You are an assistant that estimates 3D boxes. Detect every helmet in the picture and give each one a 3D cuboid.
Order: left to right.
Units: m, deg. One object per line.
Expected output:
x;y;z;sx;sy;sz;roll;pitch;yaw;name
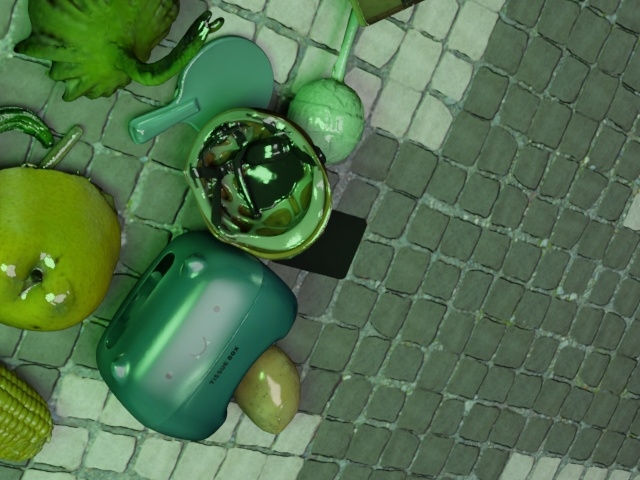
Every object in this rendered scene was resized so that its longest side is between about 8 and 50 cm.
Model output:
-0.079;-0.091;1.514;0.198;0.130;0.224;-37;98;19;helmet

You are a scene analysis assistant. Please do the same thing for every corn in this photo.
-0.505;0.192;1.409;0.131;0.131;0.344;-53;130;-2;corn

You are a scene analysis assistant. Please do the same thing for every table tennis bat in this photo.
-0.169;-0.202;1.509;0.237;0.038;0.149;-31;129;-22;table tennis bat

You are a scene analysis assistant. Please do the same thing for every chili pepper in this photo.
-0.403;-0.152;1.385;0.118;0.035;0.055;2;122;-43;chili pepper

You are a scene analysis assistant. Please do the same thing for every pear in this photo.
-0.371;0.043;1.391;0.267;0.178;0.267;-15;128;-21;pear

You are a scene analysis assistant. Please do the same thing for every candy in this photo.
0.049;-0.327;1.565;0.119;0.119;0.440;13;96;-36;candy

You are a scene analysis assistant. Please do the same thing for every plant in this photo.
-0.262;-0.246;1.262;0.180;0.333;0.251;25;108;-22;plant

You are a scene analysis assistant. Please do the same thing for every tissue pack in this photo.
-0.193;0.129;1.531;0.206;0.198;0.287;38;90;-38;tissue pack

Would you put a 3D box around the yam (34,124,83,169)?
-0.364;-0.111;1.432;0.116;0.021;0.021;-51;127;-5;yam

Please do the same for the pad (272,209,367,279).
0.000;0.000;1.722;0.157;0.003;0.112;16;101;-36;pad

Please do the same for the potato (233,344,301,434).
-0.083;0.238;1.711;0.112;0.112;0.147;-20;113;-24;potato

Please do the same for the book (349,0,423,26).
0.082;-0.443;1.521;0.161;0.026;0.231;-28;103;-20;book
